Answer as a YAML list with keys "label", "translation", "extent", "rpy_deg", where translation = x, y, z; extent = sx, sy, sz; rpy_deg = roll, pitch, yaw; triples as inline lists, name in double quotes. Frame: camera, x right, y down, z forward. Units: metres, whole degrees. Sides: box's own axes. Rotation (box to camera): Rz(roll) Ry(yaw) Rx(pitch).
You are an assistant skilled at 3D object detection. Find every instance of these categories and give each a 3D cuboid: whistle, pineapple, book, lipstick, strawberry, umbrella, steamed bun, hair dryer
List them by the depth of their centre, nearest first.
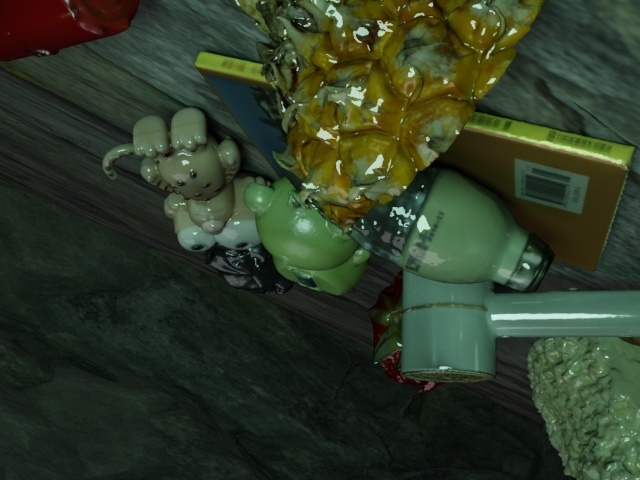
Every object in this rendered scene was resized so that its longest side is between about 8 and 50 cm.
- label: "pineapple"
  translation: [0.002, -0.096, 0.446]
  extent: [0.164, 0.139, 0.250]
  rpy_deg: [35, 161, -20]
- label: "lipstick"
  translation: [-0.247, -0.198, 0.619]
  extent: [0.073, 0.073, 0.280]
  rpy_deg: [31, 166, -37]
- label: "book"
  translation: [0.089, -0.069, 0.680]
  extent: [0.374, 0.028, 0.262]
  rpy_deg: [18, 168, 20]
- label: "hair dryer"
  translation: [0.267, 0.070, 0.781]
  extent: [0.358, 0.173, 0.107]
  rpy_deg: [-2, 164, 18]
- label: "whistle"
  translation: [0.000, 0.000, 0.819]
  extent: [0.131, 0.106, 0.288]
  rpy_deg: [16, 166, 15]
- label: "steamed bun"
  translation: [0.421, 0.228, 0.976]
  extent: [0.290, 0.274, 0.272]
  rpy_deg: [105, 140, -76]
- label: "strawberry"
  translation: [0.174, 0.117, 1.051]
  extent: [0.184, 0.186, 0.201]
  rpy_deg: [-12, 180, 30]
- label: "umbrella"
  translation: [-0.161, -0.028, 1.134]
  extent: [0.154, 0.128, 0.337]
  rpy_deg: [-16, 138, 35]

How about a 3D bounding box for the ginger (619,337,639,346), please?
- label: "ginger"
  translation: [0.412, 0.104, 0.818]
  extent: [0.193, 0.052, 0.176]
  rpy_deg: [14, 168, 5]

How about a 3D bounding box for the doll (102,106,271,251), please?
- label: "doll"
  translation: [-0.154, -0.070, 0.906]
  extent: [0.154, 0.119, 0.278]
  rpy_deg: [-14, 155, 12]

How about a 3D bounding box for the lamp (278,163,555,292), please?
- label: "lamp"
  translation: [0.081, -0.024, 0.614]
  extent: [0.250, 0.101, 0.101]
  rpy_deg: [25, 169, 9]
